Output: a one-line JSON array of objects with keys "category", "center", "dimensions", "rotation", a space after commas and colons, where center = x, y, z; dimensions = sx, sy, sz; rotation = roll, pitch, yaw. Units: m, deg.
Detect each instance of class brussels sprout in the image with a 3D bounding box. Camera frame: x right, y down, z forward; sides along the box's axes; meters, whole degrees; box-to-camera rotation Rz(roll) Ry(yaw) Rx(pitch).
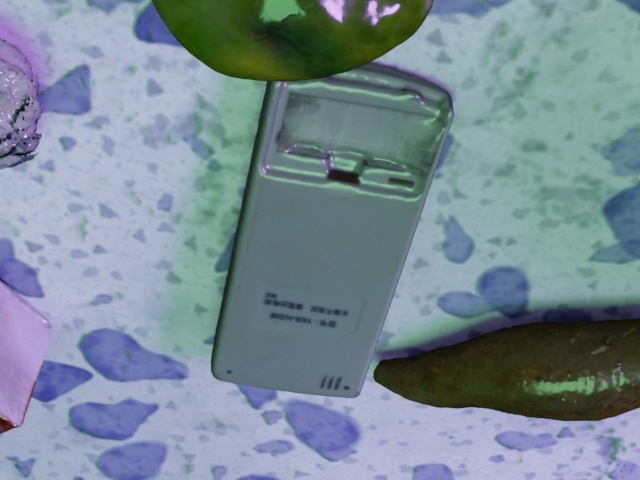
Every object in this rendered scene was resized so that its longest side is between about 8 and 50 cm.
[{"category": "brussels sprout", "center": [-0.019, -0.147, 0.595], "dimensions": [0.152, 0.122, 0.149], "rotation": [-31, 127, 29]}]

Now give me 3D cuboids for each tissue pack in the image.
[{"category": "tissue pack", "center": [-0.291, 0.101, 0.850], "dimensions": [0.149, 0.106, 0.099], "rotation": [-23, 128, 23]}]

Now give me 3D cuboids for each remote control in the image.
[{"category": "remote control", "center": [0.000, 0.000, 0.793], "dimensions": [0.124, 0.038, 0.285], "rotation": [8, 131, -6]}]

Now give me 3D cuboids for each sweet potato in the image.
[{"category": "sweet potato", "center": [0.159, 0.100, 0.846], "dimensions": [0.244, 0.077, 0.077], "rotation": [-9, 131, 10]}]

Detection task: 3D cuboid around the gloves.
[{"category": "gloves", "center": [-0.238, -0.071, 0.713], "dimensions": [0.153, 0.070, 0.114], "rotation": [-23, 127, 20]}]
